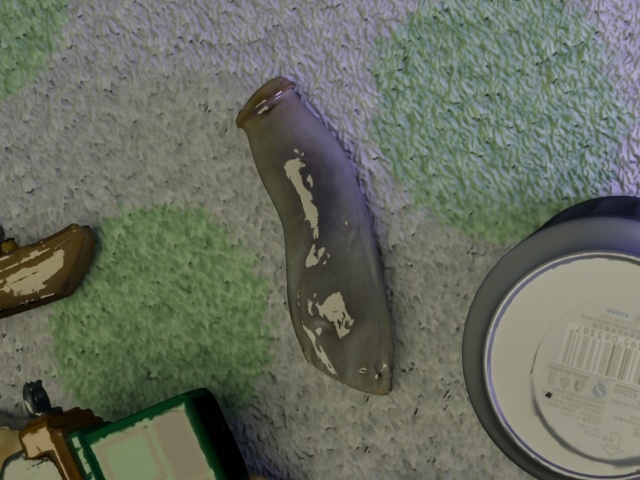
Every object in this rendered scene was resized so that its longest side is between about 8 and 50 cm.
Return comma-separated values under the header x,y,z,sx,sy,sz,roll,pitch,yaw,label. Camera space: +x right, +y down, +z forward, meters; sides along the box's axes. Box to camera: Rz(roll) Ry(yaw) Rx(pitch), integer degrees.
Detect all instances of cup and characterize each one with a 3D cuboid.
x,y,z,sx,sy,sz,roll,pitch,yaw,label
0.282,0.123,1.248,0.237,0.327,0.323,-25,90,16,cup

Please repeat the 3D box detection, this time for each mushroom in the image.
x,y,z,sx,sy,sz,roll,pitch,yaw,label
0.002,-0.002,1.434,0.109,0.097,0.351,-16,87,13,mushroom

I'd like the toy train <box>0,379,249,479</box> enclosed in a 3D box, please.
x,y,z,sx,sy,sz,roll,pitch,yaw,label
-0.168,0.319,1.369,0.249,0.178,0.429,-25,85,3,toy train

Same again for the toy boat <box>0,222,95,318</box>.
x,y,z,sx,sy,sz,roll,pitch,yaw,label
-0.403,0.039,1.543,0.321,0.089,0.121,-18,79,15,toy boat

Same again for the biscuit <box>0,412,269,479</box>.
x,y,z,sx,sy,sz,roll,pitch,yaw,label
-0.229,0.411,1.524,0.429,0.104,0.446,2,93,15,biscuit
